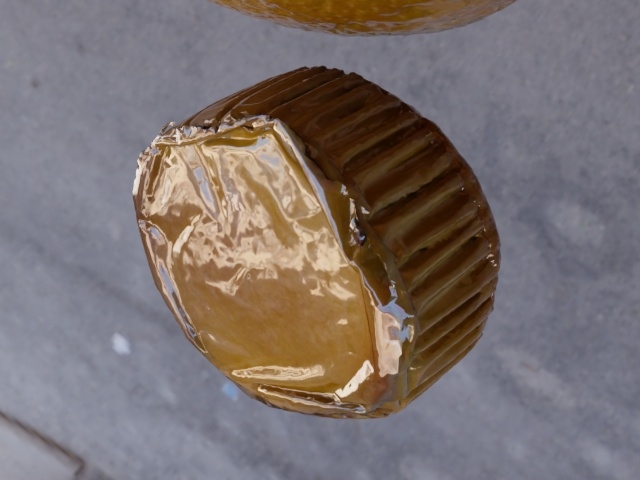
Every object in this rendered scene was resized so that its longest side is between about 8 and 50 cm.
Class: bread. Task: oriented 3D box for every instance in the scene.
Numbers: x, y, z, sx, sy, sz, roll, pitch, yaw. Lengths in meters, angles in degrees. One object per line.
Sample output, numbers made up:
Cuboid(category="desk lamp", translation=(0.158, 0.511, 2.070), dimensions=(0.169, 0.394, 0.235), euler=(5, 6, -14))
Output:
Cuboid(category="bread", translation=(0.000, 0.001, 0.722), dimensions=(0.199, 0.104, 0.199), euler=(29, 136, 33))

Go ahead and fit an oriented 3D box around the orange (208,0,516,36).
Cuboid(category="orange", translation=(0.005, -0.258, 0.655), dimensions=(0.357, 0.322, 0.322), euler=(15, 139, 43))
